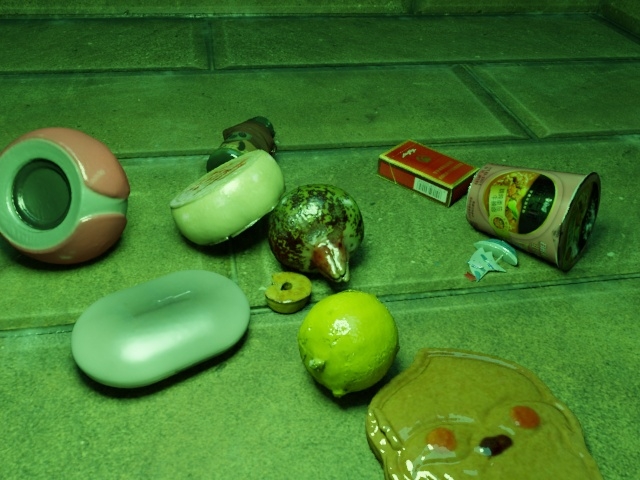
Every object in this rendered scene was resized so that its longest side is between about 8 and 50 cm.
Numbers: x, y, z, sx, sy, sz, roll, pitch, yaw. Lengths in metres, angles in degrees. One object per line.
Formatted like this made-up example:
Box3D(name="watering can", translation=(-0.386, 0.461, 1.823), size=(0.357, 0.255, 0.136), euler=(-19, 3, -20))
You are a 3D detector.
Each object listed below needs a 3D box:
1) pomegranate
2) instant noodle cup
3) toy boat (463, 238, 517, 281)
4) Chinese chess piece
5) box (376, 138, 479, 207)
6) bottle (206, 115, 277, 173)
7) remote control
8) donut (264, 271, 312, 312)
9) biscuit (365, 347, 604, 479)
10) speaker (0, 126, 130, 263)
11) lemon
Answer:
Box3D(name="pomegranate", translation=(0.000, 0.000, 1.280), size=(0.214, 0.214, 0.248), euler=(-10, 48, -17))
Box3D(name="instant noodle cup", translation=(0.489, -0.074, 1.416), size=(0.255, 0.244, 0.244), euler=(21, 39, 36))
Box3D(name="toy boat", translation=(0.380, 0.044, 1.397), size=(0.149, 0.034, 0.105), euler=(-24, 46, -13))
Box3D(name="Chinese chess piece", translation=(-0.210, -0.100, 1.379), size=(0.270, 0.112, 0.270), euler=(-26, 20, 10))
Box3D(name="box", translation=(0.294, -0.189, 1.665), size=(0.239, 0.074, 0.153), euler=(29, 48, 30))
Box3D(name="bottle", translation=(-0.208, -0.246, 1.643), size=(0.156, 0.143, 0.271), euler=(30, 40, -7))
Box3D(name="remote control", translation=(-0.290, 0.155, 1.123), size=(0.332, 0.103, 0.221), euler=(-21, 49, -28))
Box3D(name="donut", translation=(-0.066, 0.109, 1.253), size=(0.097, 0.043, 0.108), euler=(12, 35, 11))
Box3D(name="biscuit", translation=(0.265, 0.340, 0.955), size=(0.349, 0.078, 0.455), euler=(-5, 37, -17))
Box3D(name="speaker", translation=(-0.555, -0.103, 1.302), size=(0.294, 0.294, 0.294), euler=(2, 36, -2))
Box3D(name="lemon", translation=(0.052, 0.174, 1.069), size=(0.173, 0.173, 0.206), euler=(23, 51, 25))
